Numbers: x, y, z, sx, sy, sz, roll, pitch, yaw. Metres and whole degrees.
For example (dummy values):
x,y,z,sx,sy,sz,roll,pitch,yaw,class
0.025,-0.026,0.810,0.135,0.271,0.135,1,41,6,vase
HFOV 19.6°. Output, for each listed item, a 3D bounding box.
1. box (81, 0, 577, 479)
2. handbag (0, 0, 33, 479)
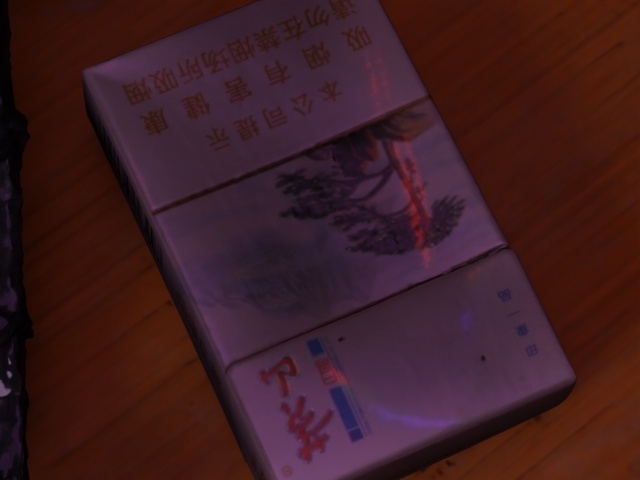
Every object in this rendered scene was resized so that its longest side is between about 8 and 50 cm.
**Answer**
x,y,z,sx,sy,sz,roll,pitch,yaw,class
0.000,0.001,0.877,0.149,0.067,0.233,-24,74,-9,box
-0.215,0.005,0.834,0.175,0.088,0.270,-6,83,1,handbag
